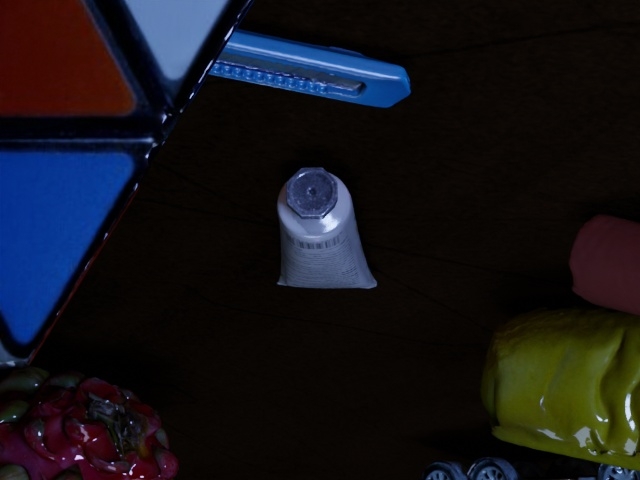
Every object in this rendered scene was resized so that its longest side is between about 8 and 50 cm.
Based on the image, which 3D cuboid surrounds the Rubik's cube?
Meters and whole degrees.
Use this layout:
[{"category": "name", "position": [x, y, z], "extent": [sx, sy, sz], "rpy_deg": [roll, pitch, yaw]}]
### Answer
[{"category": "Rubik's cube", "position": [-0.090, -0.055, 0.605], "extent": [0.284, 0.234, 0.250], "rpy_deg": [3, 159, 6]}]

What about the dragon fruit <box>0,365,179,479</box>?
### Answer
[{"category": "dragon fruit", "position": [-0.236, 0.200, 1.392], "extent": [0.218, 0.198, 0.273], "rpy_deg": [12, -174, -46]}]

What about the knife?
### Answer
[{"category": "knife", "position": [-0.098, -0.101, 0.773], "extent": [0.296, 0.026, 0.044], "rpy_deg": [11, 147, -10]}]

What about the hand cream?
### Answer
[{"category": "hand cream", "position": [0.000, 0.000, 0.994], "extent": [0.067, 0.042, 0.194], "rpy_deg": [-3, 164, 2]}]

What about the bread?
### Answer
[{"category": "bread", "position": [0.291, 0.101, 1.030], "extent": [0.383, 0.112, 0.166], "rpy_deg": [8, -177, 28]}]

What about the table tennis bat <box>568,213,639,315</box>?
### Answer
[{"category": "table tennis bat", "position": [0.298, 0.050, 0.812], "extent": [0.415, 0.051, 0.268], "rpy_deg": [17, 135, 46]}]

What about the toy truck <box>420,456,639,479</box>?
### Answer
[{"category": "toy truck", "position": [0.232, 0.273, 1.379], "extent": [0.133, 0.184, 0.338], "rpy_deg": [5, 169, -42]}]
